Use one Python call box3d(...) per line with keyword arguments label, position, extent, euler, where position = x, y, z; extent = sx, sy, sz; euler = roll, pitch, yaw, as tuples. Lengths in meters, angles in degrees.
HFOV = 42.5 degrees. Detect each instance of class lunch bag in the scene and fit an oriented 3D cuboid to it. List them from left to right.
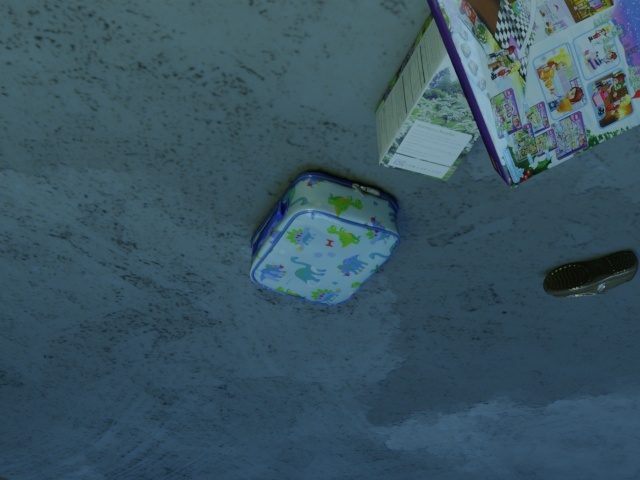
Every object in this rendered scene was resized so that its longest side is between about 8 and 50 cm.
box3d(label="lunch bag", position=(0.000, 0.000, 1.190), extent=(0.176, 0.090, 0.219), euler=(15, 142, -19))

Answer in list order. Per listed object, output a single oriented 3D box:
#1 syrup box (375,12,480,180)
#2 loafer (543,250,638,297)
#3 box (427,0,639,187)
box3d(label="syrup box", position=(0.150, -0.182, 0.930), extent=(0.093, 0.096, 0.237), euler=(12, 140, -16))
box3d(label="loafer", position=(0.424, 0.062, 1.286), extent=(0.148, 0.056, 0.050), euler=(-16, 134, 23))
box3d(label="box", position=(0.217, -0.219, 0.783), extent=(0.201, 0.057, 0.293), euler=(-26, 118, 5))
